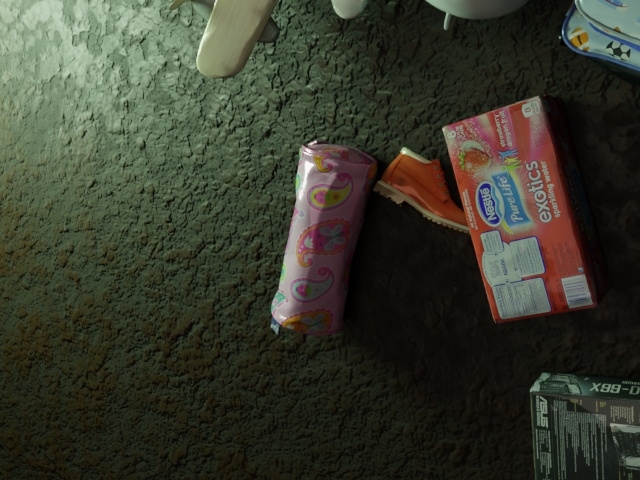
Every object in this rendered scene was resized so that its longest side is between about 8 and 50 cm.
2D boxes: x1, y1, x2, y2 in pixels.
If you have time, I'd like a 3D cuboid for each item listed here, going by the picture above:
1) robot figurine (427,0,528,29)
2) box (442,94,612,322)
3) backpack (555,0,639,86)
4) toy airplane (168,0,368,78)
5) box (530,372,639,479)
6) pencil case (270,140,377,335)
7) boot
[{"bbox_3d":[0.212,-0.394,0.799,0.353,0.300,0.200,-49,33,30],"label":"robot figurine"},{"bbox_3d":[0.260,-0.040,0.907,0.128,0.122,0.257,-15,91,31],"label":"box"},{"bbox_3d":[0.404,-0.281,0.742,0.276,0.213,0.263,32,104,24],"label":"backpack"},{"bbox_3d":[-0.062,-0.456,0.970,0.386,0.272,0.384,-21,112,7],"label":"toy airplane"},{"bbox_3d":[0.399,0.331,0.918,0.242,0.076,0.307,-1,98,30],"label":"box"},{"bbox_3d":[0.000,0.000,1.069,0.124,0.124,0.284,21,110,26],"label":"pencil case"},{"bbox_3d":[0.160,-0.066,1.002,0.158,0.059,0.085,31,91,10],"label":"boot"}]
